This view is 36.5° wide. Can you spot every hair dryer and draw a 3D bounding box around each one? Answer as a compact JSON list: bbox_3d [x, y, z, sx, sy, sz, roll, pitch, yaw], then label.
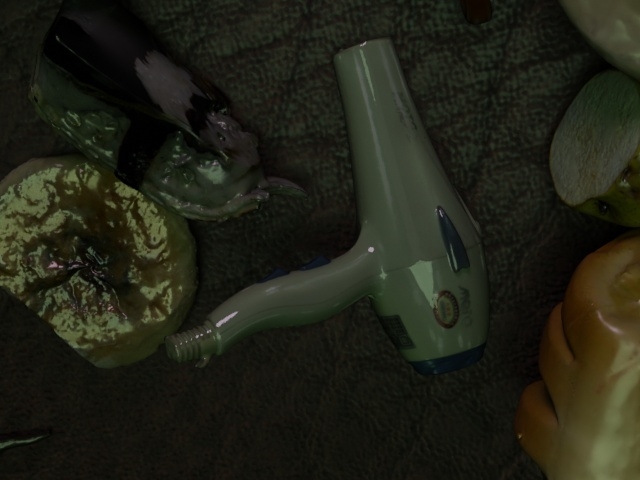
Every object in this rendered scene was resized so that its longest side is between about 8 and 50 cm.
[{"bbox_3d":[0.018,-0.035,0.831,0.298,0.119,0.296,5,82,-28],"label":"hair dryer"}]

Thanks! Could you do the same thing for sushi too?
[{"bbox_3d":[-0.145,-0.093,0.872,0.273,0.134,0.109,38,118,-19],"label":"sushi"}]

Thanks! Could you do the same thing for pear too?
[{"bbox_3d":[0.272,-0.075,0.824,0.104,0.141,0.141,19,105,-20],"label":"pear"}]

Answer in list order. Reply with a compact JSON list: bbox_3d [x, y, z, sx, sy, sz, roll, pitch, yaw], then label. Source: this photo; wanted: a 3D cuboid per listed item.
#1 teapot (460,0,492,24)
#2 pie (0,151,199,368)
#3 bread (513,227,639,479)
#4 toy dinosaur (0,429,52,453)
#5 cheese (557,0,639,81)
[{"bbox_3d":[0.105,-0.300,0.780,0.178,0.135,0.252,-10,101,12],"label":"teapot"},{"bbox_3d":[-0.212,0.009,0.925,0.218,0.052,0.185,40,98,-7],"label":"pie"},{"bbox_3d":[0.328,0.121,0.828,0.315,0.211,0.270,10,96,-4],"label":"bread"},{"bbox_3d":[-0.338,0.300,1.024,0.179,0.087,0.187,-34,118,-24],"label":"toy dinosaur"},{"bbox_3d":[0.314,-0.250,0.677,0.326,0.115,0.318,-19,99,39],"label":"cheese"}]
